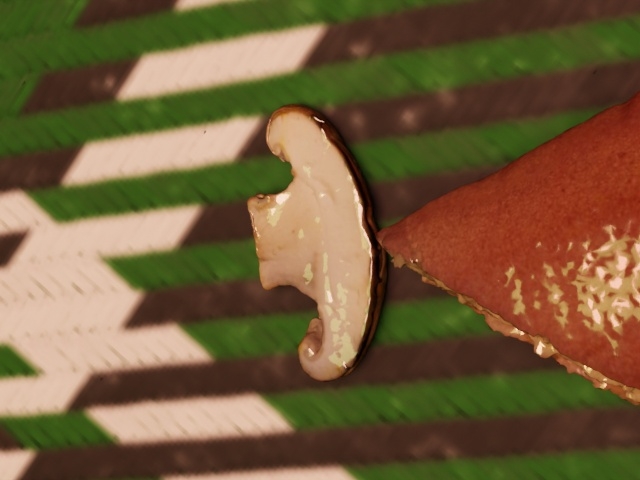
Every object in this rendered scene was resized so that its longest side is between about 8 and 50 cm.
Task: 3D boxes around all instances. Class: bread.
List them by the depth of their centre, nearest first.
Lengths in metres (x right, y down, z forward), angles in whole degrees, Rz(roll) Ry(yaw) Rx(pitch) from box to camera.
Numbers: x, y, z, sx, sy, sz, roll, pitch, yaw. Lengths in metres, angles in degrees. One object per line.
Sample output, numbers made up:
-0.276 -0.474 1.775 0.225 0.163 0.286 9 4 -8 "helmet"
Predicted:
0.127 0.002 0.474 0.192 0.067 0.119 -32 84 20 "bread"

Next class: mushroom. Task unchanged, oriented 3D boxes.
0.000 0.000 0.547 0.049 0.019 0.101 -8 90 20 "mushroom"
